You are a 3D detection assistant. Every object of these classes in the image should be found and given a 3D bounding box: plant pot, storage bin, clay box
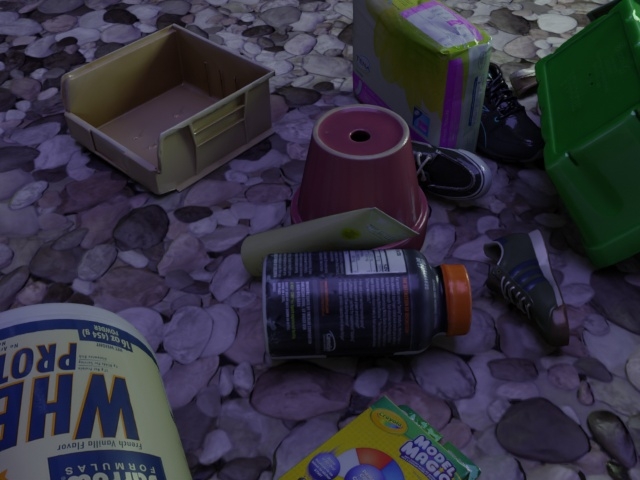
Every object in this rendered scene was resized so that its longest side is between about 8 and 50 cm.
[{"bbox_3d":[0.055,-0.080,1.011,0.201,0.180,0.201,-1,42,0],"label":"plant pot"},{"bbox_3d":[-0.256,-0.226,1.221,0.262,0.123,0.260,31,52,30],"label":"storage bin"},{"bbox_3d":[0.052,0.255,0.745,0.222,0.053,0.127,-33,51,-28],"label":"clay box"}]

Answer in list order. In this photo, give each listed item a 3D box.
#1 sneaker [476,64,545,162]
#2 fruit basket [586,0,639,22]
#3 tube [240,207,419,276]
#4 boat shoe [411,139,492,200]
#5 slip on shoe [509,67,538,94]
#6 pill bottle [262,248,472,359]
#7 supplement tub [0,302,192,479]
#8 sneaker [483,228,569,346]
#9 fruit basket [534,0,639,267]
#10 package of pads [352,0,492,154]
[{"bbox_3d":[0.278,-0.226,1.215,0.101,0.106,0.267,-25,49,-25],"label":"sneaker"},{"bbox_3d":[0.628,-0.405,1.208,0.327,0.353,0.166,-21,77,26],"label":"fruit basket"},{"bbox_3d":[0.000,0.000,0.928,0.240,0.062,0.070,-14,13,37],"label":"tube"},{"bbox_3d":[0.152,-0.112,1.108,0.219,0.078,0.070,22,19,33],"label":"boat shoe"},{"bbox_3d":[0.411,-0.300,1.338,0.135,0.051,0.041,-16,84,-25],"label":"slip on shoe"},{"bbox_3d":[0.055,0.076,0.880,0.245,0.130,0.130,-2,43,0],"label":"pill bottle"},{"bbox_3d":[-0.229,0.241,0.637,0.235,0.235,0.325,-17,45,-15],"label":"supplement tub"},{"bbox_3d":[0.260,0.063,0.943,0.086,0.064,0.192,-6,42,7],"label":"sneaker"},{"bbox_3d":[0.507,-0.127,1.044,0.392,0.283,0.392,30,42,-31],"label":"fruit basket"},{"bbox_3d":[0.152,-0.287,1.194,0.101,0.229,0.296,-20,45,-18],"label":"package of pads"}]
